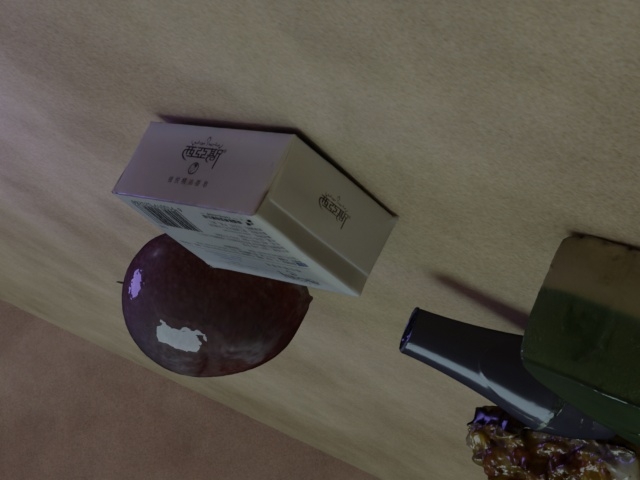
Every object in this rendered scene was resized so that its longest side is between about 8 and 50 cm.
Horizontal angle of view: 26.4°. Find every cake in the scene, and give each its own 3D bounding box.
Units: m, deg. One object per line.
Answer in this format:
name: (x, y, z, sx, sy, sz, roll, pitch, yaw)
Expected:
cake: (0.312, 0.115, 1.454, 0.172, 0.158, 0.283, 23, 168, 17)

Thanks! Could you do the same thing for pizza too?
pizza: (0.349, 0.297, 1.941, 0.278, 0.114, 0.409, 3, 178, -15)

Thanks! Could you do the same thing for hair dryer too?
hair dryer: (0.237, 0.180, 1.884, 0.301, 0.121, 0.361, 22, 173, -4)

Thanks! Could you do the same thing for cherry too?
cherry: (-0.163, 0.096, 2.069, 0.308, 0.221, 0.261, 4, 162, 11)

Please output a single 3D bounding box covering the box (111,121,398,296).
box: (-0.081, -0.041, 1.641, 0.274, 0.116, 0.203, 9, 158, 47)
